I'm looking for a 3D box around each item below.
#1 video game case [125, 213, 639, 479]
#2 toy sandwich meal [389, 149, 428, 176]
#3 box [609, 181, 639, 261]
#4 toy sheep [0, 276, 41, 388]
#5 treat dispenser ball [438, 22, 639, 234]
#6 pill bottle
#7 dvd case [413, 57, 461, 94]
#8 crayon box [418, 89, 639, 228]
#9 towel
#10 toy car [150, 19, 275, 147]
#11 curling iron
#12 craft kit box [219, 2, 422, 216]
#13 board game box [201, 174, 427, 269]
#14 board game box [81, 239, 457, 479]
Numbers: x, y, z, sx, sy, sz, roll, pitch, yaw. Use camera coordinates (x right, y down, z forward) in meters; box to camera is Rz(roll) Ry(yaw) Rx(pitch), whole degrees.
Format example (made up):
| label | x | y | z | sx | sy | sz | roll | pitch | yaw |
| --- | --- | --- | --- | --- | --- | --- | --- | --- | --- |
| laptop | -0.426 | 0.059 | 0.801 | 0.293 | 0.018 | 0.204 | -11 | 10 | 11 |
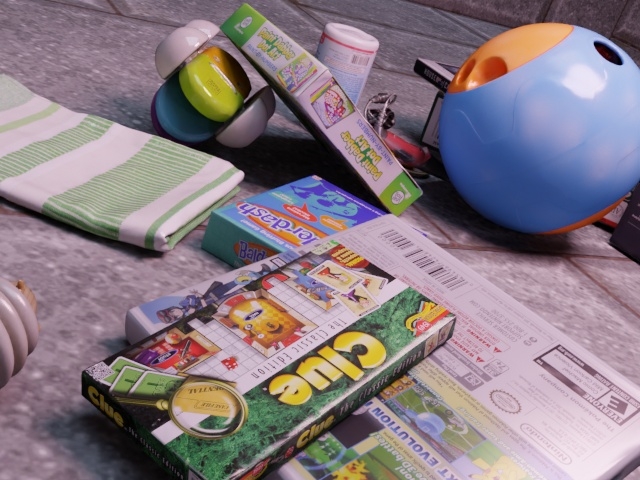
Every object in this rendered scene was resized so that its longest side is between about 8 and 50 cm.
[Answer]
| label | x | y | z | sx | sy | sz | roll | pitch | yaw |
| --- | --- | --- | --- | --- | --- | --- | --- | --- | --- |
| video game case | 0.061 | 0.107 | 0.681 | 0.300 | 0.036 | 0.329 | -20 | 44 | -37 |
| toy sandwich meal | 0.133 | -0.126 | 1.322 | 0.086 | 0.029 | 0.085 | 17 | 24 | -8 |
| box | 0.657 | -0.089 | 1.307 | 0.343 | 0.312 | 0.179 | 0 | 30 | -40 |
| toy sheep | -0.236 | 0.065 | 0.562 | 0.091 | 0.091 | 0.132 | 27 | 38 | 15 |
| treat dispenser ball | 0.306 | -0.152 | 1.192 | 0.288 | 0.288 | 0.288 | 17 | 24 | -8 |
| pill bottle | 0.024 | -0.242 | 1.323 | 0.087 | 0.160 | 0.087 | 17 | 24 | -8 |
| dvd case | 0.295 | -0.243 | 1.442 | 0.239 | 0.029 | 0.179 | 5 | 26 | -27 |
| crayon box | 0.398 | -0.168 | 1.528 | 0.363 | 0.106 | 0.313 | 27 | 23 | 18 |
| towel | -0.266 | -0.091 | 0.927 | 0.325 | 0.038 | 0.248 | 23 | 25 | 6 |
| toy car | -0.151 | -0.180 | 1.093 | 0.159 | 0.136 | 0.182 | 49 | 16 | -14 |
| curling iron | 0.136 | -0.131 | 1.215 | 0.035 | 0.068 | 0.274 | 6 | -13 | 34 |
| craft kit box | 0.000 | -0.171 | 1.133 | 0.246 | 0.061 | 0.250 | 49 | 0 | -41 |
| board game box | 0.000 | 0.000 | 0.925 | 0.160 | 0.047 | 0.210 | 29 | 27 | 19 |
| board game box | -0.027 | 0.083 | 0.636 | 0.136 | 0.030 | 0.260 | 34 | 40 | 27 |
